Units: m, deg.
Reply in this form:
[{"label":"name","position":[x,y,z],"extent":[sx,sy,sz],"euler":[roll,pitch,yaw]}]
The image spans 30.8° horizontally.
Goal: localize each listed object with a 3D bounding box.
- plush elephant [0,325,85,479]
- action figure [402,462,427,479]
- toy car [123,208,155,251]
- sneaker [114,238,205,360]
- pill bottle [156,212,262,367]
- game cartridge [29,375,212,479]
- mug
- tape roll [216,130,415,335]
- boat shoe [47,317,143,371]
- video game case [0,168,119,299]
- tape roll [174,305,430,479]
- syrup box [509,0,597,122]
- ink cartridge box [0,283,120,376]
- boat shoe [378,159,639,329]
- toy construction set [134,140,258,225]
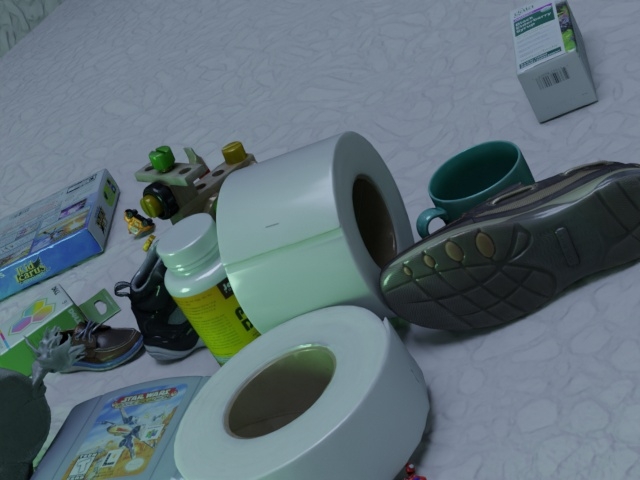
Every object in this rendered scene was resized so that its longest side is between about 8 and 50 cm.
[{"label":"plush elephant","position":[-0.503,0.241,1.578],"extent":[0.255,0.272,0.330],"euler":[-10,30,44]},{"label":"action figure","position":[0.094,0.269,1.188],"extent":[0.038,0.030,0.115],"euler":[-27,25,16]},{"label":"toy car","position":[-0.325,-0.016,2.042],"extent":[0.040,0.060,0.122],"euler":[-60,16,14]},{"label":"sneaker","position":[-0.159,0.057,1.648],"extent":[0.268,0.153,0.101],"euler":[-27,28,7]},{"label":"pill bottle","position":[-0.125,0.072,1.524],"extent":[0.117,0.215,0.117],"euler":[-24,29,14]},{"label":"game cartridge","position":[-0.240,0.264,1.499],"extent":[0.297,0.062,0.198],"euler":[-14,36,30]},{"label":"mug","position":[0.207,-0.050,1.523],"extent":[0.158,0.097,0.129],"euler":[-22,29,18]},{"label":"tape roll","position":[0.000,0.000,1.489],"extent":[0.169,0.246,0.246],"euler":[-18,30,24]},{"label":"boat shoe","position":[-0.351,0.157,1.766],"extent":[0.183,0.066,0.066],"euler":[-15,32,28]},{"label":"video game case","position":[-0.524,-0.007,2.213],"extent":[0.269,0.061,0.244],"euler":[-24,27,13]},{"label":"tape roll","position":[-0.022,0.202,1.312],"extent":[0.286,0.100,0.286],"euler":[-28,24,13]},{"label":"syrup box","position":[0.352,-0.286,1.773],"extent":[0.093,0.096,0.237],"euler":[-21,30,19]},{"label":"ink cartridge box","position":[-0.440,0.135,1.894],"extent":[0.209,0.062,0.109],"euler":[-36,27,-11]},{"label":"boat shoe","position":[0.242,0.004,1.397],"extent":[0.355,0.132,0.130],"euler":[-18,19,5]},{"label":"toy construction set","position":[-0.175,-0.082,1.803],"extent":[0.257,0.237,0.309],"euler":[-34,27,-7]}]
